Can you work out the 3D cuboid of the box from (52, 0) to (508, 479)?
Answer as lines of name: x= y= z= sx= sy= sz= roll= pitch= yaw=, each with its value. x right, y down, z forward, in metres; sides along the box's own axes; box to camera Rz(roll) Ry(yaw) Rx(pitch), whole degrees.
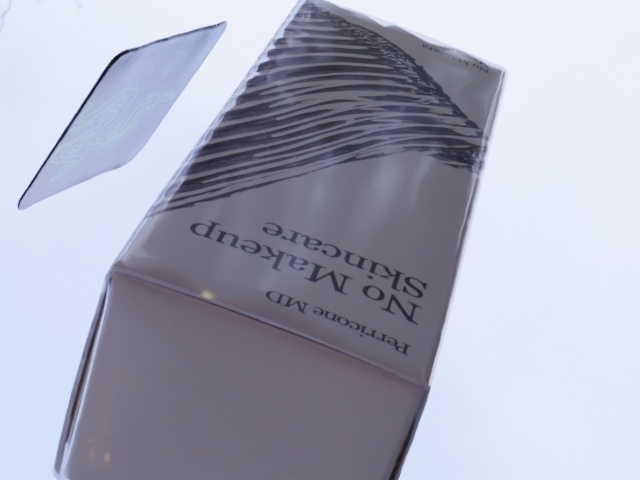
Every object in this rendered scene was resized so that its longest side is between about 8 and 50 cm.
box: x=0.000 y=0.000 z=0.541 sx=0.113 sy=0.275 sz=0.094 roll=20 pitch=-60 yaw=1

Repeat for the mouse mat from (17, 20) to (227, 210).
mouse mat: x=-0.145 y=-0.097 z=1.023 sx=0.007 sy=0.153 sz=0.189 roll=42 pitch=-155 yaw=6
